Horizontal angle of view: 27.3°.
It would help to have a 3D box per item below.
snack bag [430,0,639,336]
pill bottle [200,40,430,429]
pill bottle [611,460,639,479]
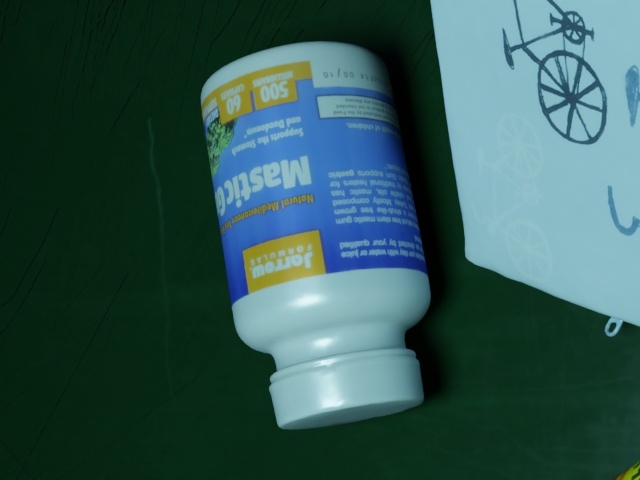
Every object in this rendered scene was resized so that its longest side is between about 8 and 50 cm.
[{"bbox_3d":[0.191,-0.080,0.830,0.342,0.037,0.323,21,130,49],"label":"snack bag"},{"bbox_3d":[0.000,0.000,1.008,0.152,0.152,0.272,-20,72,36],"label":"pill bottle"},{"bbox_3d":[0.225,0.191,0.821,0.215,0.117,0.117,-46,60,35],"label":"pill bottle"}]
